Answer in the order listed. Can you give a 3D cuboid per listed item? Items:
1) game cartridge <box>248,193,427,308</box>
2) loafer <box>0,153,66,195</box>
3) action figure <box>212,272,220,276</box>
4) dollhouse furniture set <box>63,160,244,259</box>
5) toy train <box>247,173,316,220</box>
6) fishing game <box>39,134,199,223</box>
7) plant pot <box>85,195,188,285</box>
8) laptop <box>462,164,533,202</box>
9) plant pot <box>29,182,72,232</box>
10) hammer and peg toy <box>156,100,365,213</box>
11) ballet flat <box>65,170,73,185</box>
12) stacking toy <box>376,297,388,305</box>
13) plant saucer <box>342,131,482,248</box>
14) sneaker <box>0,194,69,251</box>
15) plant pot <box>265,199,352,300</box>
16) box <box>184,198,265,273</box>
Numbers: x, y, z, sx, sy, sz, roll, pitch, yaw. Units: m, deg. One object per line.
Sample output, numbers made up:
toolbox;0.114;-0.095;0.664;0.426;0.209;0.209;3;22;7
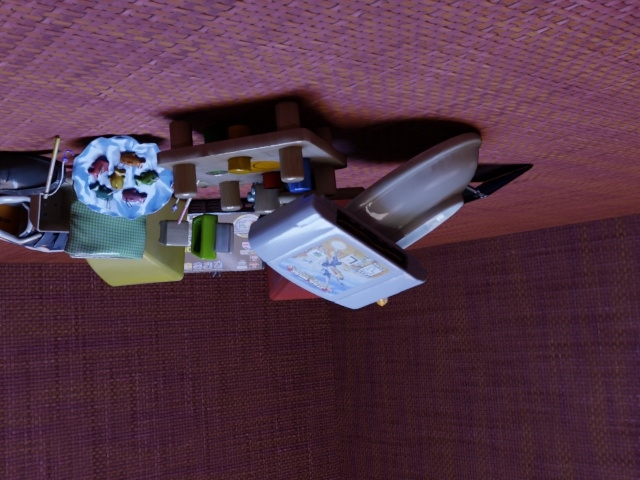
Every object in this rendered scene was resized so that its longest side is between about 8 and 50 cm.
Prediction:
game cartridge;0.025;0.031;1.394;0.297;0.062;0.198;32;135;-32
loafer;-0.575;-0.118;1.395;0.223;0.076;0.078;-1;-178;5
action figure;-0.361;0.004;2.227;0.099;0.185;0.285;-43;140;23
dollhouse furniture set;-0.316;-0.058;1.482;0.302;0.197;0.151;2;-179;-36
toy train;-0.074;-0.060;1.676;0.142;0.190;0.334;-5;174;-13
fishing game;-0.347;-0.105;1.367;0.264;0.041;0.189;15;128;-24
plant pot;-0.465;-0.020;1.870;0.212;0.212;0.187;-6;161;18
laptop;0.331;-0.158;1.872;0.264;0.136;0.234;25;165;-15
plant pot;-0.585;-0.076;1.695;0.109;0.109;0.096;2;-176;-42
hammer and peg toy;-0.084;-0.132;1.337;0.266;0.127;0.361;-7;174;17
ballet flat;-0.435;-0.131;1.567;0.173;0.057;0.049;-1;133;-32
stacking toy;0.180;0.045;2.314;0.166;0.301;0.175;-4;173;2
plant saucer;0.165;-0.054;1.502;0.400;0.100;0.400;-32;170;-6
sneaker;-0.677;-0.038;1.855;0.127;0.126;0.321;-2;175;42
plant pot;0.000;0.000;2.100;0.267;0.267;0.236;-2;162;-16
box;-0.281;-0.010;2.079;0.270;0.060;0.216;-2;133;-12
